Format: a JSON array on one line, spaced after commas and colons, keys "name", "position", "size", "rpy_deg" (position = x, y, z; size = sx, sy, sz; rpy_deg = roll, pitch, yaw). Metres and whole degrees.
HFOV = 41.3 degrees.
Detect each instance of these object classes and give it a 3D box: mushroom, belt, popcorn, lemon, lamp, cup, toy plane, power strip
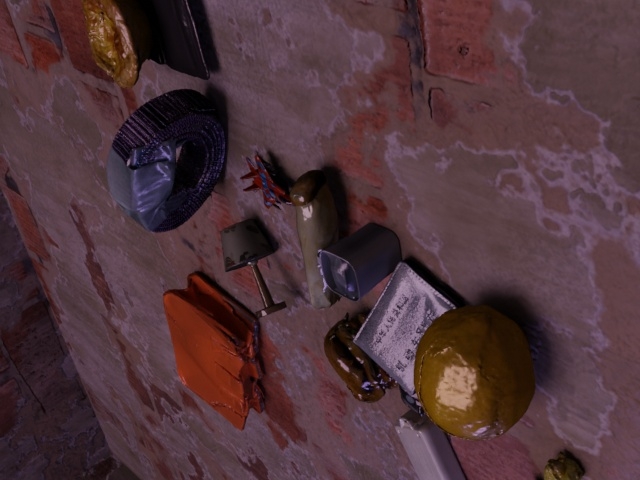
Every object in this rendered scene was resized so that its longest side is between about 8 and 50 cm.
[{"name": "mushroom", "position": [0.000, 0.000, 1.650], "size": [0.081, 0.100, 0.312], "rpy_deg": [11, 134, 23]}, {"name": "belt", "position": [-0.325, -0.162, 1.800], "size": [0.122, 0.260, 0.325], "rpy_deg": [41, 140, 23]}, {"name": "popcorn", "position": [0.422, 0.411, 1.490], "size": [0.059, 0.068, 0.083], "rpy_deg": [46, -179, 34]}, {"name": "lemon", "position": [0.255, 0.221, 1.407], "size": [0.204, 0.204, 0.260], "rpy_deg": [29, 134, 38]}, {"name": "lamp", "position": [-0.151, 0.064, 1.901], "size": [0.121, 0.121, 0.214], "rpy_deg": [-23, 87, 59]}, {"name": "cup", "position": [0.063, 0.034, 1.569], "size": [0.128, 0.129, 0.095], "rpy_deg": [24, 136, 42]}, {"name": "toy plane", "position": [-0.086, -0.105, 1.718], "size": [0.189, 0.061, 0.130], "rpy_deg": [24, 136, 36]}, {"name": "power strip", "position": [0.257, 0.505, 1.809], "size": [0.098, 0.058, 0.338], "rpy_deg": [-4, 115, 55]}]

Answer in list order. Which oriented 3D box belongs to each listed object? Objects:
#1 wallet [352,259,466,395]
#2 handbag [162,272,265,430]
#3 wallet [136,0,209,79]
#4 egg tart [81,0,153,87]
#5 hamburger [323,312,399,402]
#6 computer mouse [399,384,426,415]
[{"name": "wallet", "position": [0.164, 0.158, 1.561], "size": [0.167, 0.036, 0.222], "rpy_deg": [42, 121, 22]}, {"name": "handbag", "position": [-0.284, 0.304, 2.335], "size": [0.303, 0.116, 0.410], "rpy_deg": [33, 143, 29]}, {"name": "wallet", "position": [-0.339, -0.473, 1.745], "size": [0.323, 0.041, 0.247], "rpy_deg": [28, 139, 44]}, {"name": "egg tart", "position": [-0.418, -0.437, 1.766], "size": [0.241, 0.106, 0.241], "rpy_deg": [43, 148, 37]}, {"name": "hamburger", "position": [0.077, 0.248, 1.757], "size": [0.183, 0.130, 0.206], "rpy_deg": [52, 152, 12]}, {"name": "computer mouse", "position": [0.195, 0.240, 1.624], "size": [0.106, 0.062, 0.192], "rpy_deg": [8, 112, 32]}]
